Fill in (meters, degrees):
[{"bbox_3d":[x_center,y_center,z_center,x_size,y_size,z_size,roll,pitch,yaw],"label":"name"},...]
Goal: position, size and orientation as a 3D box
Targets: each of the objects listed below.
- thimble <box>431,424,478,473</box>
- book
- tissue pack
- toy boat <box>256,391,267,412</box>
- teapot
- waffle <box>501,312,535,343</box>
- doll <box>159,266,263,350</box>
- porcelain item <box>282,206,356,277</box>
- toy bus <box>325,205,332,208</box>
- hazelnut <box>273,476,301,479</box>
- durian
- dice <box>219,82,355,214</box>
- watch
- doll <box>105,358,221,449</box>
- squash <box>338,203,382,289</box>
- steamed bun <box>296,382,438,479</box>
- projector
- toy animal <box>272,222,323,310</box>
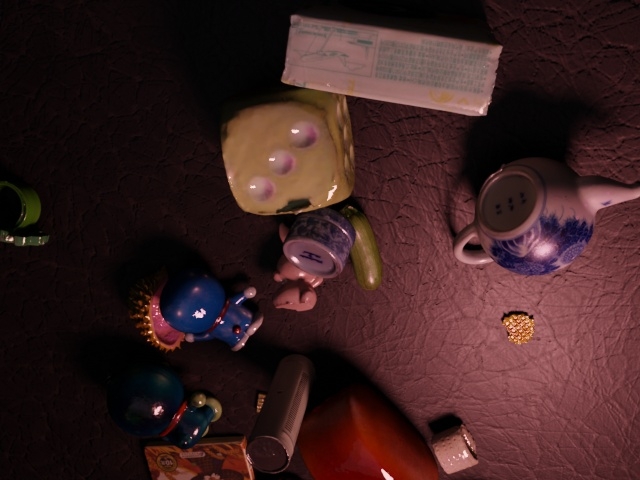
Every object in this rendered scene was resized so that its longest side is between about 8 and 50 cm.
[{"bbox_3d":[0.351,0.543,1.821,0.090,0.102,0.115,-27,135,17],"label":"thimble"},{"bbox_3d":[-0.320,0.758,2.029,0.300,0.039,0.428,-7,110,10],"label":"book"},{"bbox_3d":[0.141,-0.373,1.384,0.387,0.287,0.162,10,117,4],"label":"tissue pack"},{"bbox_3d":[-0.114,0.446,1.889,0.115,0.016,0.063,9,112,5],"label":"toy boat"},{"bbox_3d":[0.474,-0.041,1.512,0.280,0.252,0.424,22,142,-41],"label":"teapot"},{"bbox_3d":[0.486,0.216,1.717,0.078,0.016,0.085,-8,111,11],"label":"waffle"},{"bbox_3d":[-0.272,0.167,1.740,0.257,0.161,0.215,37,94,-24],"label":"doll"},{"bbox_3d":[0.000,0.000,1.575,0.147,0.114,0.147,19,148,13],"label":"porcelain item"},{"bbox_3d":[0.003,-0.094,1.623,0.038,0.083,0.046,-4,100,9],"label":"toy bus"},{"bbox_3d":[-0.099,0.730,1.947,0.154,0.143,0.143,-15,109,5],"label":"hazelnut"},{"bbox_3d":[-0.417,0.180,1.780,0.132,0.165,0.182,-15,138,-19],"label":"durian"},{"bbox_3d":[-0.066,-0.204,1.497,0.251,0.254,0.250,-6,108,11],"label":"dice"},{"bbox_3d":[-0.749,-0.070,1.728,0.165,0.131,0.152,7,94,9],"label":"watch"},{"bbox_3d":[-0.422,0.431,1.837,0.321,0.186,0.199,31,112,-8],"label":"doll"},{"bbox_3d":[0.097,0.016,1.659,0.077,0.068,0.219,-22,108,-4],"label":"squash"},{"bbox_3d":[0.120,0.553,1.745,0.235,0.248,0.379,-36,116,19],"label":"steamed bun"},{"bbox_3d":[-0.089,0.410,1.700,0.108,0.337,0.108,4,115,9],"label":"projector"},{"bbox_3d":[-0.053,0.061,1.693,0.124,0.124,0.213,2,80,7],"label":"toy animal"}]
